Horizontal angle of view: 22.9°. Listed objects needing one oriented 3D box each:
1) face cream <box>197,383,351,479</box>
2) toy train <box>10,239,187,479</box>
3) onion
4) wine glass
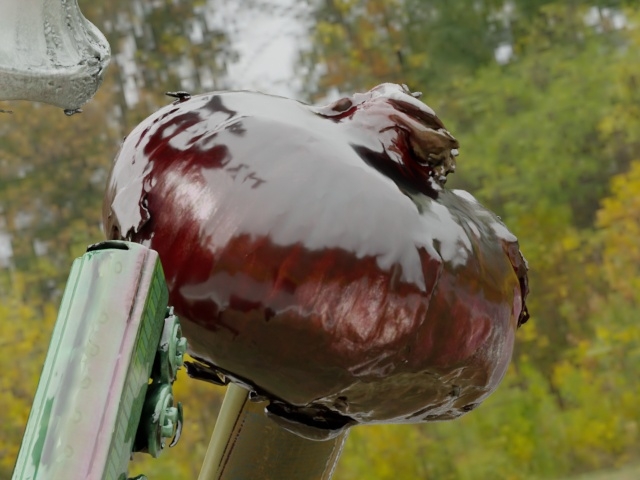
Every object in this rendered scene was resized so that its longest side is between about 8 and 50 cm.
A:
[{"bbox_3d":[-0.027,0.156,1.507,0.139,0.067,0.285,2,-54,-26],"label":"face cream"},{"bbox_3d":[-0.081,0.073,0.586,0.038,0.148,0.071,0,-36,14],"label":"toy train"},{"bbox_3d":[0.000,0.000,1.064,0.314,0.232,0.314,25,11,-5],"label":"onion"},{"bbox_3d":[-0.193,-0.197,0.981,0.164,0.197,0.165,14,24,-7],"label":"wine glass"}]
